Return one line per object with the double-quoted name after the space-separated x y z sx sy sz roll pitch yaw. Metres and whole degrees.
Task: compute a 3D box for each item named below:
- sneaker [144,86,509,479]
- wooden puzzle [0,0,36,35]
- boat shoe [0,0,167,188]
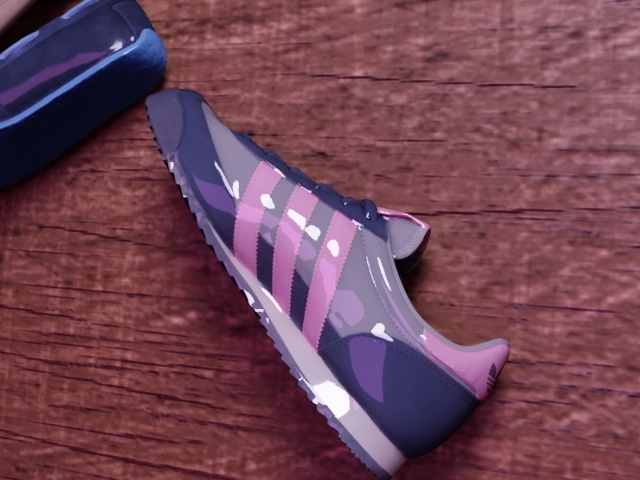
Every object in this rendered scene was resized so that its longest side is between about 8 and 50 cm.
0.000 0.000 0.619 0.131 0.112 0.319 -35 76 0 "sneaker"
-0.284 -0.366 0.728 0.348 0.080 0.322 -38 94 12 "wooden puzzle"
-0.246 -0.115 0.734 0.258 0.109 0.089 -25 69 3 "boat shoe"
